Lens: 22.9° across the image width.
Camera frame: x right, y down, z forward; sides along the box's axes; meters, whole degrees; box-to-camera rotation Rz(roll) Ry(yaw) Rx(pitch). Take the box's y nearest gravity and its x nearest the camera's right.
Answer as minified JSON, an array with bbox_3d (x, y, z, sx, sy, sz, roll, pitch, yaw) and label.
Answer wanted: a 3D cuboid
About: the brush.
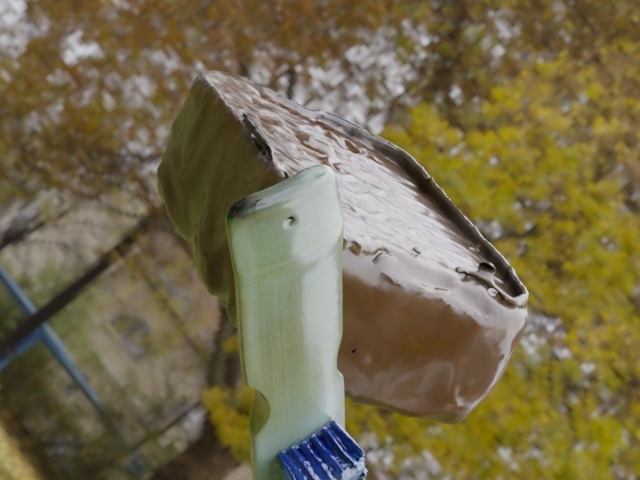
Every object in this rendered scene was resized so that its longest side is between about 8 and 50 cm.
[{"bbox_3d":[-0.004,0.049,0.435,0.030,0.033,0.178,56,-19,34],"label":"brush"}]

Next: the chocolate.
[{"bbox_3d":[0.000,0.000,0.797,0.148,0.093,0.214,24,14,-27],"label":"chocolate"}]
